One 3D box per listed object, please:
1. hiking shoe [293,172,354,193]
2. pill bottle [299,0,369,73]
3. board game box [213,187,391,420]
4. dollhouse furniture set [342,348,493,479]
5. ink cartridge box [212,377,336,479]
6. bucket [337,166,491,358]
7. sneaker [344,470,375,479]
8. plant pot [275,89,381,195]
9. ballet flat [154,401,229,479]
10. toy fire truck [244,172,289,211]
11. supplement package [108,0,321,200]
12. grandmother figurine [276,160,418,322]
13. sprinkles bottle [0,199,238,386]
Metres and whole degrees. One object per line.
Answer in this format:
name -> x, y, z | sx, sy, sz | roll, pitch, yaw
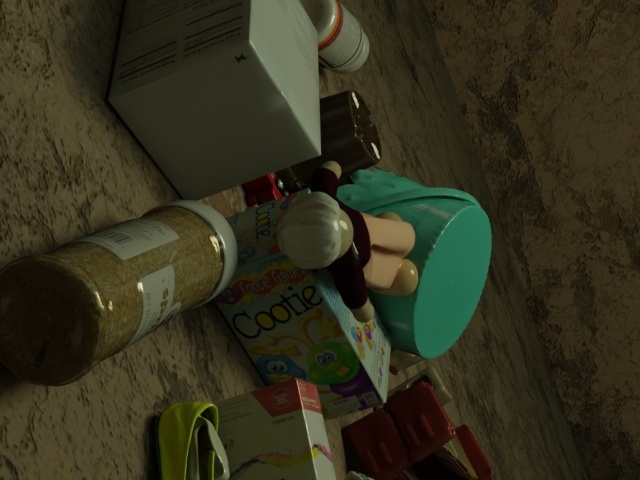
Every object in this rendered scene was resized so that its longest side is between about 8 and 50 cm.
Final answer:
hiking shoe -> 0.000, 0.000, 1.875 | 0.086, 0.114, 0.227 | -113, -158, -64
pill bottle -> 0.010, -0.393, 2.238 | 0.221, 0.121, 0.121 | 22, 51, -67
board game box -> -0.026, 0.095, 1.594 | 0.275, 0.142, 0.144 | 61, 21, -28
dollhouse furniture set -> 0.113, 0.247, 1.910 | 0.201, 0.152, 0.374 | 49, 10, -48
ink cartridge box -> -0.047, 0.274, 1.389 | 0.067, 0.115, 0.198 | 33, 40, -64
bucket -> 0.124, 0.036, 1.780 | 0.281, 0.183, 0.281 | -38, 137, -45
sneaker -> 0.041, 0.410, 1.591 | 0.095, 0.090, 0.235 | 39, 31, -4
plant pot -> 0.000, -0.155, 1.892 | 0.167, 0.165, 0.167 | 55, 25, -40
ballet flat -> -0.128, 0.269, 1.219 | 0.077, 0.077, 0.231 | 48, 29, -52
toy fire truck -> -0.083, -0.040, 1.722 | 0.192, 0.047, 0.135 | 60, 22, -28
supplement package -> -0.129, -0.229, 1.534 | 0.263, 0.198, 0.199 | -91, 155, -45
grandmother figurine -> 0.036, -0.004, 1.488 | 0.208, 0.104, 0.342 | 66, 15, 11
sprinkles bottle -> -0.196, 0.041, 1.187 | 0.121, 0.121, 0.355 | 69, 18, -4
